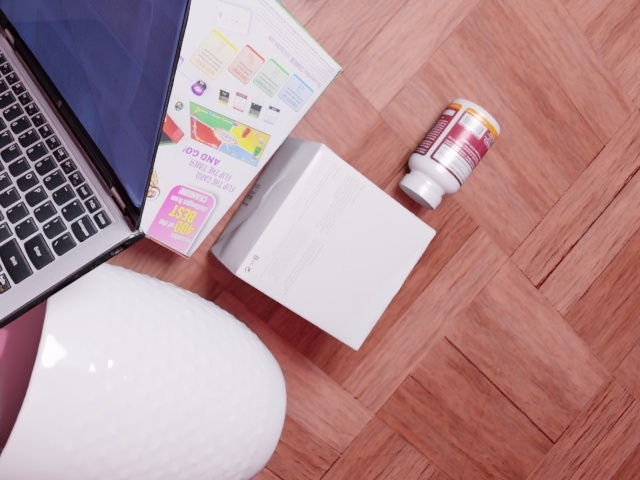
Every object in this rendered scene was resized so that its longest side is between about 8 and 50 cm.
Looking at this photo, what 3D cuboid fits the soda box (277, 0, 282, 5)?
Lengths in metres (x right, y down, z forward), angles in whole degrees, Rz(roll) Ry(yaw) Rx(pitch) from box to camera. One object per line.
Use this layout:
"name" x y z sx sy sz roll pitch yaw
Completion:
"soda box" -0.144 -0.243 0.918 0.210 0.067 0.071 -38 112 -9

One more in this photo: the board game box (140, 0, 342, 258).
"board game box" -0.152 -0.155 0.864 0.316 0.064 0.242 -50 138 4

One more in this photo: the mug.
"mug" -0.220 0.225 0.852 0.328 0.276 0.374 21 57 -33

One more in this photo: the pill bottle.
"pill bottle" 0.183 -0.123 1.062 0.086 0.086 0.152 39 87 -24

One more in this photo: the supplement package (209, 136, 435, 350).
"supplement package" 0.000 0.000 0.983 0.203 0.149 0.194 35 88 -24

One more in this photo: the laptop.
"laptop" -0.330 -0.154 0.664 0.408 0.382 0.236 -34 148 -10
